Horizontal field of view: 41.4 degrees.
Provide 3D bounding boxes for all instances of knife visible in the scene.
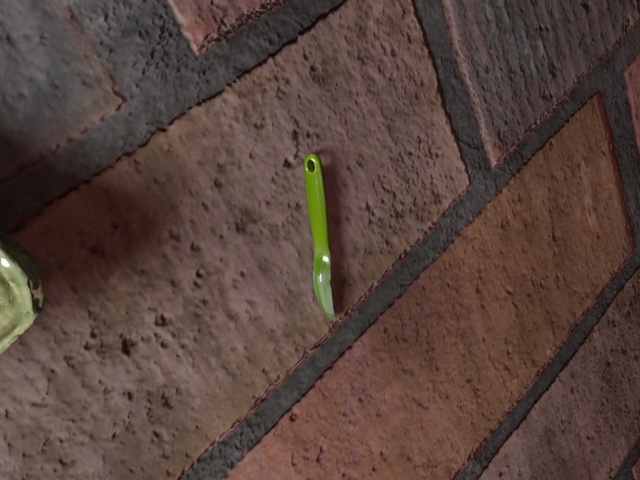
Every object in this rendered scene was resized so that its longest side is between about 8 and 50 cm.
[{"bbox_3d":[0.000,0.000,0.874,0.026,0.022,0.184,-42,129,-62],"label":"knife"}]

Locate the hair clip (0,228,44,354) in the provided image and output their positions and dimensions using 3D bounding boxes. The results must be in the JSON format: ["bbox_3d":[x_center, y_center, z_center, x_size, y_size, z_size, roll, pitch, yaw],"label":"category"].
[{"bbox_3d":[-0.319,-0.040,0.524,0.138,0.091,0.321,-44,114,-24],"label":"hair clip"}]
